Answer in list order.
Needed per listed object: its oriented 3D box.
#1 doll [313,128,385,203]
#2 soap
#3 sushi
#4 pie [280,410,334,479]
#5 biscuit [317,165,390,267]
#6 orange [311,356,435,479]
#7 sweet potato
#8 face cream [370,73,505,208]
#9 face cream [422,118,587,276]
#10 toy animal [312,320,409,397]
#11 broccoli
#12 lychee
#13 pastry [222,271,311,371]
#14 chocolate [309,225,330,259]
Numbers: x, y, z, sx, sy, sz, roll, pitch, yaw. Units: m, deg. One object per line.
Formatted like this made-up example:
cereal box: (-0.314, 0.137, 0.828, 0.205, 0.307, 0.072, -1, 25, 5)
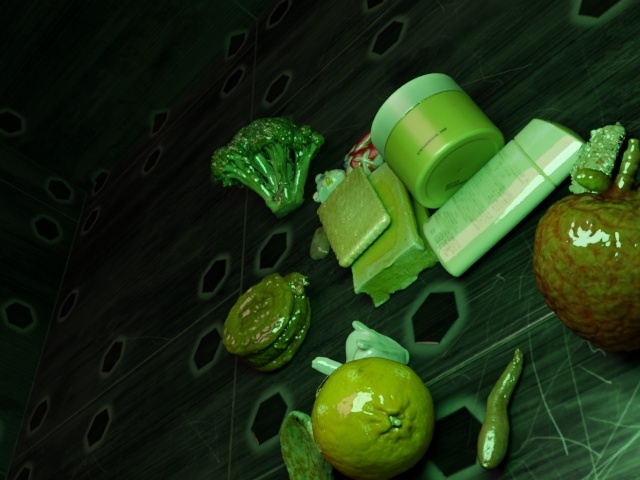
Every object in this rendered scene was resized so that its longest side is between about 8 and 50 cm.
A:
doll: (0.132, -0.206, 1.906, 0.384, 0.099, 0.188, -37, 36, 24)
soap: (0.148, -0.027, 1.713, 0.199, 0.091, 0.315, -38, 36, 26)
sushi: (0.492, -0.127, 1.325, 0.090, 0.078, 0.150, 9, 70, 57)
pie: (-0.022, 0.426, 1.505, 0.187, 0.041, 0.187, 24, 118, 54)
biscuit: (0.073, -0.057, 1.729, 0.160, 0.030, 0.249, -48, 32, 16)
orange: (0.093, 0.313, 1.340, 0.219, 0.219, 0.193, -54, 2, 5)
sweet potato: (0.297, 0.277, 1.258, 0.050, 0.050, 0.214, -15, 44, 48)
face cream: (0.240, -0.201, 1.569, 0.218, 0.218, 0.179, -45, 57, 19)
face cream: (0.353, -0.095, 1.488, 0.348, 0.081, 0.173, -46, 33, 18)
toy animal: (0.047, 0.299, 1.496, 0.282, 0.138, 0.140, -52, 19, 4)
broccoli: (-0.141, -0.212, 2.159, 0.321, 0.304, 0.283, -34, 67, 37)
lychee: (0.438, 0.011, 1.106, 0.255, 0.300, 0.255, -8, 24, 4)
pastry: (-0.123, 0.200, 1.863, 0.240, 0.132, 0.235, -1, 52, 47)
chocolate: (0.000, 0.000, 1.954, 0.064, 0.031, 0.100, -17, 47, 41)
